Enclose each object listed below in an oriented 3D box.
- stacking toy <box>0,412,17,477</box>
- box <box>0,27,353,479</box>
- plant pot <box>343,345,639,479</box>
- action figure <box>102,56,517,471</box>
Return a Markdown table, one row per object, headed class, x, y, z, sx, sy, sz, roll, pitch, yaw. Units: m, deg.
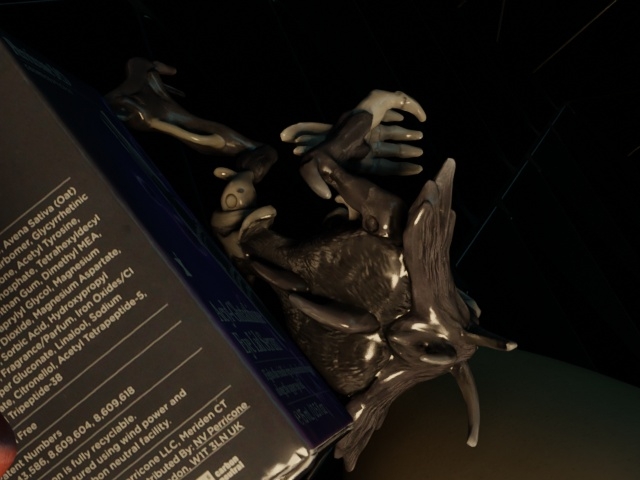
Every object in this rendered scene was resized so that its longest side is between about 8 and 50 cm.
| class | x | y | z | sx | sy | sz | roll | pitch | yaw |
| --- | --- | --- | --- | --- | --- | --- | --- | --- | --- |
| stacking toy | -0.252 | 0.020 | 0.306 | 0.309 | 0.130 | 0.279 | 37 | -9 | -40 |
| box | -0.095 | 0.032 | 0.518 | 0.207 | 0.108 | 0.153 | 52 | 3 | 6 |
| plant pot | 0.117 | 0.168 | 0.622 | 0.256 | 0.256 | 0.274 | 37 | 6 | -29 |
| action figure | 0.000 | 0.000 | 0.649 | 0.275 | 0.164 | 0.141 | 30 | 28 | 30 |
